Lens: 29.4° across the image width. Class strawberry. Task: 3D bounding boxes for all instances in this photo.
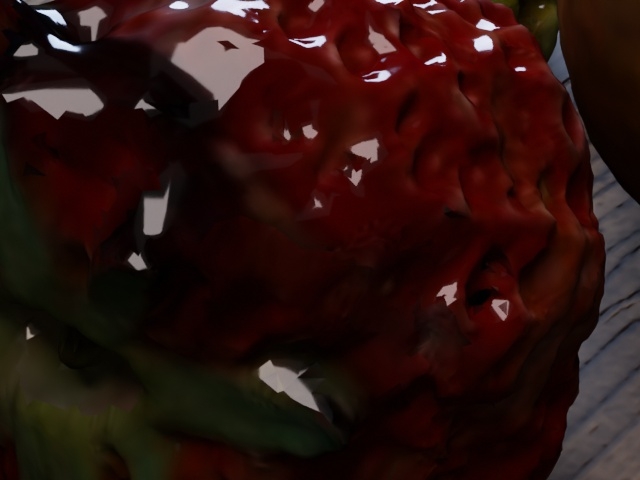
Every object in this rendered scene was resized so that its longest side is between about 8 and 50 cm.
[{"bbox_3d":[0.001,0.006,0.514,0.310,0.291,0.292,-17,38,-31],"label":"strawberry"}]

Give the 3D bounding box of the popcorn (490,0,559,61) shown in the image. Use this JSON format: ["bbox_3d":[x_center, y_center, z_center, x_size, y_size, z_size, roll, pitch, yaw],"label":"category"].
[{"bbox_3d":[0.040,-0.186,0.776,0.255,0.195,0.256,19,32,26],"label":"popcorn"}]

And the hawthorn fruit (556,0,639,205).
[{"bbox_3d":[0.322,-0.192,0.521,0.472,0.471,0.471,-8,41,7],"label":"hawthorn fruit"}]
